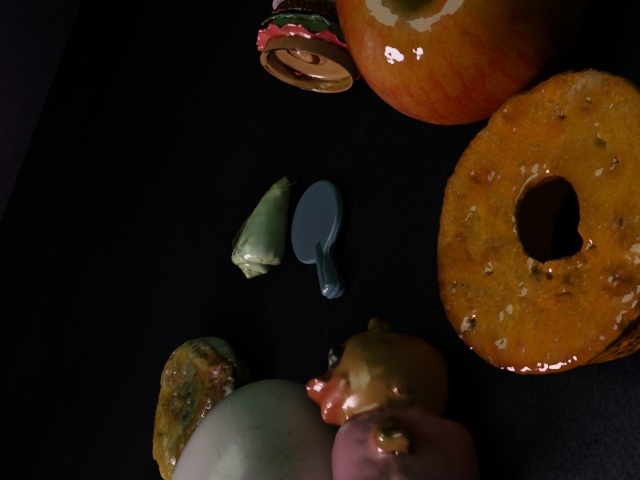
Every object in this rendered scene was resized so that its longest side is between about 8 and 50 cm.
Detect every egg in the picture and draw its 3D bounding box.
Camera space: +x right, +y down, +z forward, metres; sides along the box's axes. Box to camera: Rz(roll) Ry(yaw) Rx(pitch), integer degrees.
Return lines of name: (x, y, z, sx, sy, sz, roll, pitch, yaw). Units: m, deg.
egg: (-0.080, 0.350, 1.115, 0.230, 0.230, 0.370, 31, 109, 55)

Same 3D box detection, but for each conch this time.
conch: (-0.087, -0.019, 1.408, 0.106, 0.079, 0.170, -1, 63, 58)

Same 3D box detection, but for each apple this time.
apple: (0.142, -0.284, 1.001, 0.301, 0.302, 0.301, -25, 58, 49)

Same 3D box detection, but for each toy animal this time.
toy animal: (0.081, 0.208, 1.001, 0.195, 0.169, 0.281, 93, 165, -53)

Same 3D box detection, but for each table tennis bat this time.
table tennis bat: (0.000, 0.000, 1.307, 0.124, 0.033, 0.201, -50, 39, 35)

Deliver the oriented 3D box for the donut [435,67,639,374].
donut: (0.249, -0.011, 0.889, 0.303, 0.110, 0.302, -26, 55, 46)

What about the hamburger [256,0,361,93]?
hamburger: (-0.003, -0.305, 1.313, 0.175, 0.175, 0.137, 2, 73, 55)

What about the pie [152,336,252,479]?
pie: (-0.193, 0.286, 1.433, 0.277, 0.079, 0.277, -27, 56, 49)
